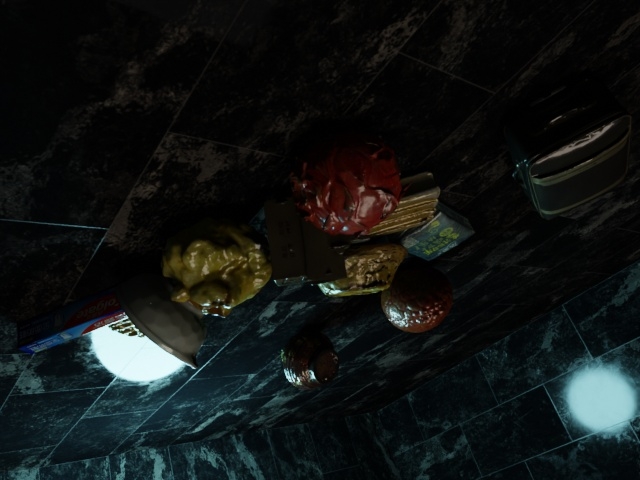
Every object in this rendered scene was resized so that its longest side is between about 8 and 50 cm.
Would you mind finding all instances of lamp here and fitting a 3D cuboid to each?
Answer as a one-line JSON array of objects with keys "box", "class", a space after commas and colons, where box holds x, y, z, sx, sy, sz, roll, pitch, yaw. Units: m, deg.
[{"box": [-0.046, 0.471, 2.245, 0.247, 0.247, 0.247, -16, 152, -8], "class": "lamp"}]

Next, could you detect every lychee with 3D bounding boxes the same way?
[{"box": [0.341, 0.207, 2.011, 0.255, 0.255, 0.300, -19, -174, -2], "class": "lychee"}]

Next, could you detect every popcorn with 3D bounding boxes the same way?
[{"box": [-0.250, 0.062, 1.383, 0.286, 0.215, 0.252, 21, 88, -46], "class": "popcorn"}]

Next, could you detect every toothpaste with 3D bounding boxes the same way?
[{"box": [-0.655, 0.212, 1.524, 0.320, 0.076, 0.066, -22, 151, 3], "class": "toothpaste"}]

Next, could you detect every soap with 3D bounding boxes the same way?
[{"box": [0.173, -0.082, 1.524, 0.274, 0.089, 0.173, -17, 154, -5], "class": "soap"}]

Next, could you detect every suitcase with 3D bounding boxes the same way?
[{"box": [0.644, -0.219, 1.479, 0.283, 0.194, 0.434, -28, 150, 14], "class": "suitcase"}]

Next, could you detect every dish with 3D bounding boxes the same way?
[{"box": [-0.385, 0.177, 1.468, 0.120, 0.303, 0.303, -46, 150, 0], "class": "dish"}]

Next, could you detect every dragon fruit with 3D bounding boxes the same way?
[{"box": [0.057, -0.124, 1.237, 0.252, 0.241, 0.241, -39, 151, 1], "class": "dragon fruit"}]

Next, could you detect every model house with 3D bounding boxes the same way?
[{"box": [0.000, 0.000, 1.404, 0.243, 0.211, 0.204, -8, 173, 1], "class": "model house"}]

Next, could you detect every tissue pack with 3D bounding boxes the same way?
[{"box": [0.338, -0.028, 1.736, 0.185, 0.081, 0.257, -34, 150, 26], "class": "tissue pack"}]

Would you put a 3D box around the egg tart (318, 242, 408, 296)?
[{"box": [0.098, 0.093, 1.659, 0.341, 0.129, 0.341, -6, 171, -1], "class": "egg tart"}]

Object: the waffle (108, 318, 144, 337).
[{"box": [-0.509, 0.230, 1.685, 0.231, 0.051, 0.228, 11, 142, -43], "class": "waffle"}]
